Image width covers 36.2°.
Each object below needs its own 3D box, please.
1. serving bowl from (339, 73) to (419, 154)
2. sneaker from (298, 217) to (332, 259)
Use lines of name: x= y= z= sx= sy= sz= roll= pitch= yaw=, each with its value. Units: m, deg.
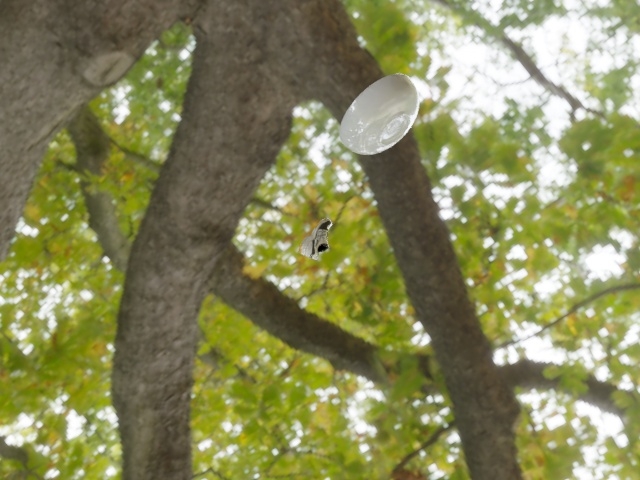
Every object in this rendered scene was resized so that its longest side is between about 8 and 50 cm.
serving bowl: x=0.057 y=-0.106 z=0.866 sx=0.083 sy=0.083 sz=0.027 roll=-2 pitch=-137 yaw=-52
sneaker: x=0.000 y=0.000 z=1.512 sx=0.037 sy=0.032 sz=0.083 roll=29 pitch=-128 yaw=13
